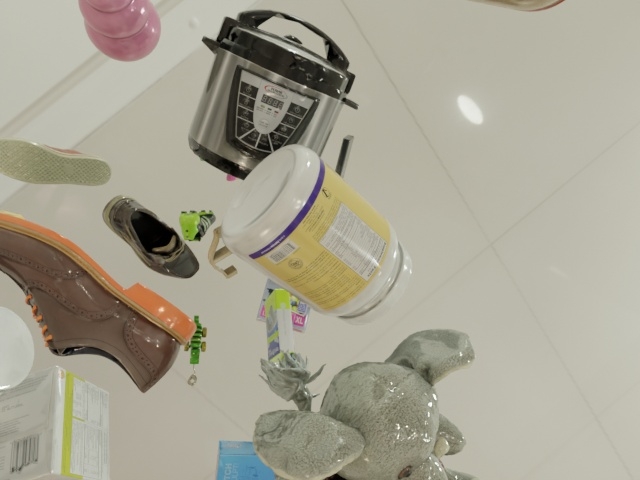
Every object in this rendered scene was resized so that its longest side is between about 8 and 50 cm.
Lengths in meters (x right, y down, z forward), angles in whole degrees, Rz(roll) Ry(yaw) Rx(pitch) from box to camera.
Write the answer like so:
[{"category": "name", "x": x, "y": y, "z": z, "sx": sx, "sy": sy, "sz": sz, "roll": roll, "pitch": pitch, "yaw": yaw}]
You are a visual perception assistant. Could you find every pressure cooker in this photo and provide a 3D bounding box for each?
[{"category": "pressure cooker", "x": -0.131, "y": -0.381, "z": 1.328, "sx": 0.375, "sy": 0.420, "sz": 0.370, "roll": 34, "pitch": 18, "yaw": 29}]

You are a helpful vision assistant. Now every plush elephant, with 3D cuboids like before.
[{"category": "plush elephant", "x": 0.061, "y": 0.226, "z": 0.506, "sx": 0.330, "sy": 0.272, "sz": 0.255, "roll": 56, "pitch": -29, "yaw": 13}]

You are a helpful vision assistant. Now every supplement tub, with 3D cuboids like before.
[{"category": "supplement tub", "x": 0.000, "y": 0.000, "z": 0.976, "sx": 0.331, "sy": 0.241, "sz": 0.241, "roll": 39, "pitch": 5, "yaw": -30}, {"category": "supplement tub", "x": -0.857, "y": 0.286, "z": 1.134, "sx": 0.228, "sy": 0.316, "sz": 0.228, "roll": -20, "pitch": 90, "yaw": -80}]

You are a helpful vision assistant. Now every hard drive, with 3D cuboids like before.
[{"category": "hard drive", "x": 0.067, "y": -0.240, "z": 1.466, "sx": 0.022, "sy": 0.135, "sz": 0.094, "roll": 17, "pitch": 21, "yaw": 7}]

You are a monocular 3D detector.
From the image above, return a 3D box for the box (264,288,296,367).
[{"category": "box", "x": -0.101, "y": 0.219, "z": 1.221, "sx": 0.109, "sy": 0.042, "sz": 0.178, "roll": 130, "pitch": -42, "yaw": -57}]

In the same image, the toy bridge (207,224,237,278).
[{"category": "toy bridge", "x": -0.251, "y": 0.035, "z": 1.252, "sx": 0.026, "sy": 0.063, "sz": 0.188, "roll": 44, "pitch": -28, "yaw": 29}]

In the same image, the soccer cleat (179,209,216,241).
[{"category": "soccer cleat", "x": -0.291, "y": -0.035, "z": 1.174, "sx": 0.179, "sy": 0.060, "sz": 0.072, "roll": -47, "pitch": 137, "yaw": -83}]

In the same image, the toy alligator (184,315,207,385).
[{"category": "toy alligator", "x": -0.335, "y": 0.287, "z": 1.329, "sx": 0.051, "sy": 0.056, "sz": 0.189, "roll": 124, "pitch": -33, "yaw": -60}]

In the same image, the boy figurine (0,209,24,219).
[{"category": "boy figurine", "x": -0.560, "y": 0.041, "z": 0.793, "sx": 0.092, "sy": 0.285, "sz": 0.177, "roll": 4, "pitch": 45, "yaw": -49}]

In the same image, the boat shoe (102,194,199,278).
[{"category": "boat shoe", "x": -0.466, "y": 0.015, "z": 1.426, "sx": 0.130, "sy": 0.132, "sz": 0.355, "roll": 22, "pitch": -18, "yaw": 41}]

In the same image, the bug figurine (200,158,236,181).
[{"category": "bug figurine", "x": -0.271, "y": -0.302, "z": 1.620, "sx": 0.279, "sy": 0.216, "sz": 0.072, "roll": 39, "pitch": 13, "yaw": -40}]

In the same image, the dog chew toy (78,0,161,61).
[{"category": "dog chew toy", "x": -0.550, "y": -0.627, "z": 1.342, "sx": 0.206, "sy": 0.206, "sz": 0.332, "roll": 51, "pitch": -11, "yaw": -2}]

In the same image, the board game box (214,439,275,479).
[{"category": "board game box", "x": -0.117, "y": 0.596, "z": 1.064, "sx": 0.242, "sy": 0.316, "sz": 0.064, "roll": 6, "pitch": 3, "yaw": -13}]

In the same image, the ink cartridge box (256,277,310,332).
[{"category": "ink cartridge box", "x": -0.110, "y": 0.171, "z": 1.857, "sx": 0.186, "sy": 0.311, "sz": 0.065, "roll": 15, "pitch": -22, "yaw": -2}]

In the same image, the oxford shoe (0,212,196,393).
[{"category": "oxford shoe", "x": -0.270, "y": 0.061, "z": 0.519, "sx": 0.271, "sy": 0.098, "sz": 0.097, "roll": 31, "pitch": -26, "yaw": -5}]

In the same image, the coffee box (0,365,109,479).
[{"category": "coffee box", "x": -0.940, "y": 0.670, "z": 1.654, "sx": 0.334, "sy": 0.338, "sz": 0.338, "roll": 72, "pitch": 1, "yaw": -57}]

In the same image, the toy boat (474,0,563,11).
[{"category": "toy boat", "x": 0.171, "y": -0.315, "z": 0.473, "sx": 0.231, "sy": 0.151, "sz": 0.151, "roll": 31, "pitch": -49, "yaw": 31}]

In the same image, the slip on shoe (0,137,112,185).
[{"category": "slip on shoe", "x": -0.795, "y": -0.227, "z": 1.465, "sx": 0.331, "sy": 0.123, "sz": 0.101, "roll": 6, "pitch": 13, "yaw": -32}]
